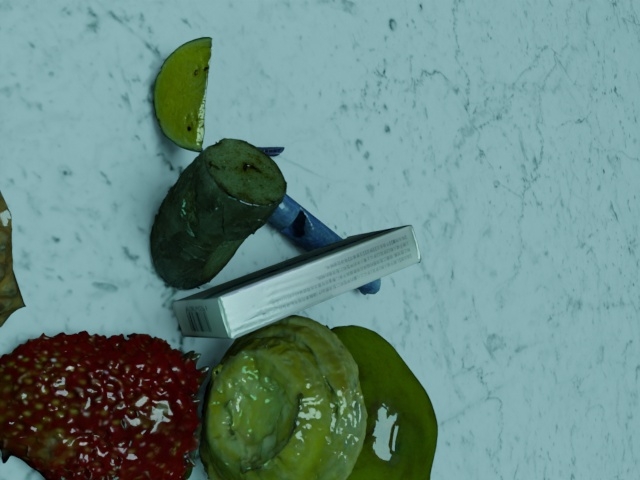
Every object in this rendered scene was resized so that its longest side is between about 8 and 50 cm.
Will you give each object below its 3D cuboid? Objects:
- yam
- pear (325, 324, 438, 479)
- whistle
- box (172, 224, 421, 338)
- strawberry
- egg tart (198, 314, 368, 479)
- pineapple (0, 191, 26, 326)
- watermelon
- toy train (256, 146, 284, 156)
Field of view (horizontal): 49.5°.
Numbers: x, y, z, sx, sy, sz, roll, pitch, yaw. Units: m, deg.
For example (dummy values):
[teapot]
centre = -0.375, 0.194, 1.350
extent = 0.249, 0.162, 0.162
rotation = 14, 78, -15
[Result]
[yam]
centre = -0.157, -0.043, 1.023
extent = 0.154, 0.254, 0.154
rotation = 16, 53, -23
[pear]
centre = 0.051, 0.291, 1.109
extent = 0.269, 0.269, 0.321
rotation = -7, 71, -41
[whistle]
centre = 0.000, 0.000, 1.246
extent = 0.304, 0.062, 0.062
rotation = 38, 60, -30
[box]
centre = -0.035, 0.063, 1.073
extent = 0.343, 0.200, 0.065
rotation = -20, 94, -30
[strawberry]
centre = -0.283, 0.235, 0.912
extent = 0.306, 0.137, 0.233
rotation = 12, 76, -40
[egg tart]
centre = -0.076, 0.243, 0.982
extent = 0.115, 0.290, 0.290
rotation = 33, 61, -54
[pineapple]
centre = -0.510, 0.030, 0.720
extent = 0.357, 0.223, 0.223
rotation = -16, 93, -32
[watermelon]
centre = -0.220, -0.226, 1.082
extent = 0.075, 0.092, 0.182
rotation = 8, 85, -26
[toy train]
centre = -0.096, -0.156, 1.219
extent = 0.083, 0.017, 0.017
rotation = -7, 89, -41
